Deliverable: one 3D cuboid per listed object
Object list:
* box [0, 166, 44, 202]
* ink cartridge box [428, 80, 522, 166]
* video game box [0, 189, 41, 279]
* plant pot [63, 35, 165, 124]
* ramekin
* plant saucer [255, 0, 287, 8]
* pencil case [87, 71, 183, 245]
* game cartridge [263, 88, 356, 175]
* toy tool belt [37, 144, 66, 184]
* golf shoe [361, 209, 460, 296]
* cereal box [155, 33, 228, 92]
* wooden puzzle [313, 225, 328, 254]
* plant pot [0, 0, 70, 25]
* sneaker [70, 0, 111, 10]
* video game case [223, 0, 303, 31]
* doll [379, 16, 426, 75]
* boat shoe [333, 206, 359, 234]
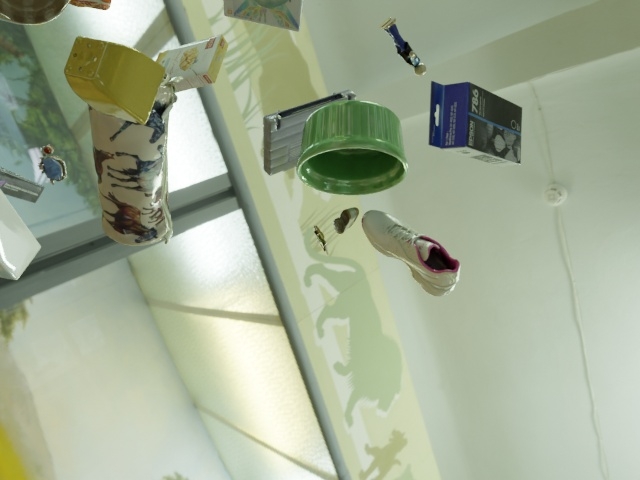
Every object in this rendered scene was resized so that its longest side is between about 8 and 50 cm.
[{"bbox_3d":[-0.438,-0.097,0.507,0.162,0.029,0.116,22,-6,3],"label":"box"},{"bbox_3d":[0.410,-0.297,1.106,0.065,0.332,0.165,2,-90,54],"label":"ink cartridge box"},{"bbox_3d":[-0.350,-0.058,0.322,0.187,0.048,0.205,13,-38,4],"label":"video game box"},{"bbox_3d":[-0.260,-0.205,0.529,0.081,0.083,0.082,17,-95,16],"label":"plant pot"},{"bbox_3d":[0.087,-0.249,1.177,0.303,0.303,0.148,-22,-119,53],"label":"ramekin"},{"bbox_3d":[-0.145,-0.822,1.320,0.195,0.037,0.195,0,-91,26],"label":"plant saucer"},{"bbox_3d":[-0.418,-0.187,0.980,0.183,0.160,0.410,14,-60,5],"label":"pencil case"},{"bbox_3d":[-0.041,-0.375,1.493,0.068,0.355,0.230,50,-30,24],"label":"game cartridge"},{"bbox_3d":[-0.626,-0.175,0.994,0.051,0.052,0.083,-98,-179,-61],"label":"toy tool belt"},{"bbox_3d":[0.237,0.008,1.111,0.306,0.115,0.140,40,-20,15],"label":"golf shoe"},{"bbox_3d":[-0.406,-0.525,1.294,0.240,0.173,0.047,-5,-31,22],"label":"cereal box"},{"bbox_3d":[0.000,0.000,1.217,0.078,0.014,0.116,57,-9,36],"label":"wooden puzzle"},{"bbox_3d":[-0.635,-0.565,0.813,0.280,0.323,0.323,36,-43,17],"label":"plant pot"},{"bbox_3d":[-0.736,-0.762,1.324,0.064,0.175,0.067,177,-80,-78],"label":"sneaker"},{"bbox_3d":[-0.228,-1.008,1.705,0.329,0.036,0.300,11,-32,-2],"label":"video game case"},{"bbox_3d":[0.248,-0.556,1.252,0.189,0.046,0.129,43,12,-29],"label":"doll"},{"bbox_3d":[0.074,-0.055,1.206,0.050,0.045,0.135,63,-21,7],"label":"boat shoe"}]
